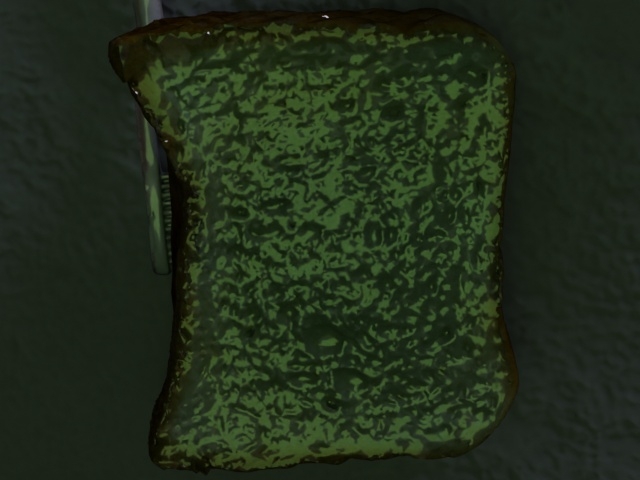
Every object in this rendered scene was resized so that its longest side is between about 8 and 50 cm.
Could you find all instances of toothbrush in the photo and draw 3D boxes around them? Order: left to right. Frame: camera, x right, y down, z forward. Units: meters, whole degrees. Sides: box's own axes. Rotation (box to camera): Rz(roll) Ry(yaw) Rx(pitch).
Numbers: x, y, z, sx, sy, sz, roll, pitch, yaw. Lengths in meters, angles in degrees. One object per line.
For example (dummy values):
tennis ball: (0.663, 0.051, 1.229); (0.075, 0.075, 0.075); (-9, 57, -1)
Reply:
toothbrush: (-0.082, -0.132, 0.622); (0.029, 0.025, 0.307); (-4, 104, -1)

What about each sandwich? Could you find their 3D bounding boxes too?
sandwich: (0.000, 0.000, 0.611); (0.186, 0.065, 0.215); (-1, 104, -2)
